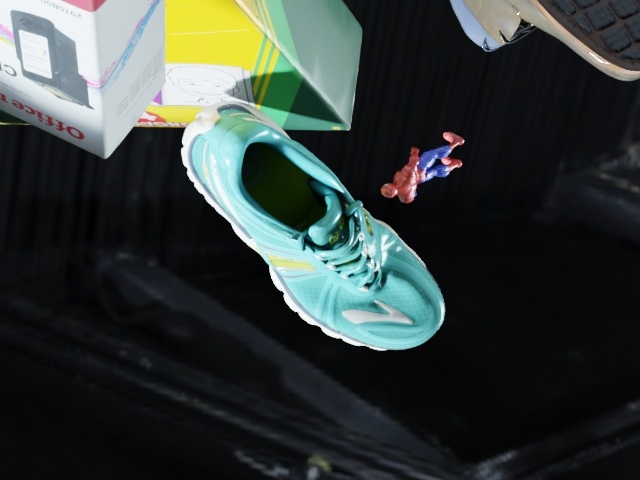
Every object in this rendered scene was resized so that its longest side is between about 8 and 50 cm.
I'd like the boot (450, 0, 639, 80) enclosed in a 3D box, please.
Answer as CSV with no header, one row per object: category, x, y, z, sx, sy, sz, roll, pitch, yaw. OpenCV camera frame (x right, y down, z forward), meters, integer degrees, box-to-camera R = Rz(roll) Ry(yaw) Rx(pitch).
boot,0.153,-0.164,0.879,0.082,0.106,0.219,-25,-120,-14

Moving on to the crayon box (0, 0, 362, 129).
crayon box,-0.187,-0.184,1.016,0.363,0.106,0.313,3,167,20

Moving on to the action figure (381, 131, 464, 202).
action figure,0.084,-0.059,1.085,0.030,0.038,0.115,20,-149,24

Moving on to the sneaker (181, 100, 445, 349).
sneaker,0.000,0.000,1.023,0.275,0.107,0.110,41,172,-23

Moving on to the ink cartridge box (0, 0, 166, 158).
ink cartridge box,-0.155,-0.139,0.699,0.127,0.175,0.072,25,-120,9
